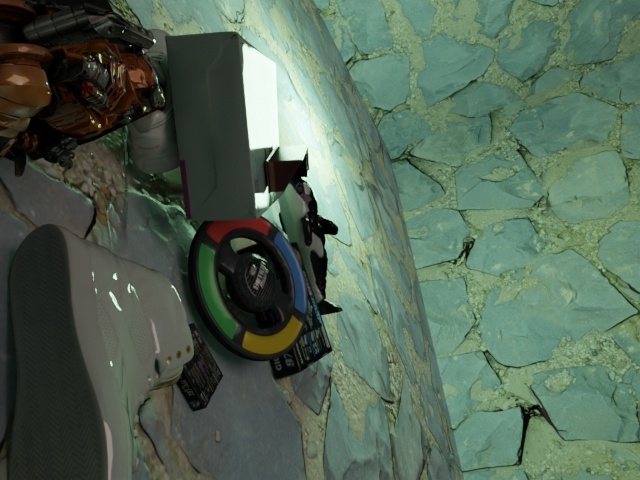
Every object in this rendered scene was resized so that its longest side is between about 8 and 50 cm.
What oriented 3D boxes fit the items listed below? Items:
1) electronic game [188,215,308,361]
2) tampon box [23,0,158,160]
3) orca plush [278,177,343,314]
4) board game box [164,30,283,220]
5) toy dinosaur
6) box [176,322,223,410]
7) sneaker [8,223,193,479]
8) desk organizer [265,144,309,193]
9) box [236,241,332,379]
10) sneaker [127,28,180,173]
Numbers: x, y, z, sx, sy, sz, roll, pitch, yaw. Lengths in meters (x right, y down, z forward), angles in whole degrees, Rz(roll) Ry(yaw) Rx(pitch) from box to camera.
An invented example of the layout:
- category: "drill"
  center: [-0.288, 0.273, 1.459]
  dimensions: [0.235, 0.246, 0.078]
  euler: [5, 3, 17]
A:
- category: "electronic game"
  center: [-0.098, 0.061, 0.807]
  dimensions: [0.229, 0.048, 0.230]
  euler: [29, 50, -42]
- category: "tampon box"
  center: [-0.263, -0.183, 0.561]
  dimensions: [0.120, 0.101, 0.161]
  euler: [-65, 133, -67]
- category: "orca plush"
  center: [0.000, 0.000, 1.083]
  dimensions: [0.151, 0.102, 0.288]
  euler: [150, -79, -72]
- category: "board game box"
  center: [-0.121, -0.160, 0.803]
  dimensions: [0.303, 0.097, 0.224]
  euler: [-69, 156, -79]
- category: "toy dinosaur"
  center: [-0.238, -0.112, 0.357]
  dimensions: [0.322, 0.218, 0.165]
  euler: [29, 44, -65]
- category: "box"
  center: [-0.154, 0.152, 0.669]
  dimensions: [0.067, 0.018, 0.083]
  euler: [-68, 136, -66]
- category: "sneaker"
  center: [-0.169, 0.138, 0.484]
  dimensions: [0.169, 0.108, 0.293]
  euler: [33, 39, -59]
- category: "desk organizer"
  center: [-0.046, -0.108, 0.808]
  dimensions: [0.130, 0.050, 0.047]
  euler: [-83, 170, -71]
- category: "box"
  center: [-0.058, 0.112, 0.962]
  dimensions: [0.221, 0.051, 0.175]
  euler: [71, 17, 5]
- category: "sneaker"
  center: [-0.212, -0.208, 0.714]
  dimensions: [0.115, 0.090, 0.232]
  euler: [94, -14, -60]
